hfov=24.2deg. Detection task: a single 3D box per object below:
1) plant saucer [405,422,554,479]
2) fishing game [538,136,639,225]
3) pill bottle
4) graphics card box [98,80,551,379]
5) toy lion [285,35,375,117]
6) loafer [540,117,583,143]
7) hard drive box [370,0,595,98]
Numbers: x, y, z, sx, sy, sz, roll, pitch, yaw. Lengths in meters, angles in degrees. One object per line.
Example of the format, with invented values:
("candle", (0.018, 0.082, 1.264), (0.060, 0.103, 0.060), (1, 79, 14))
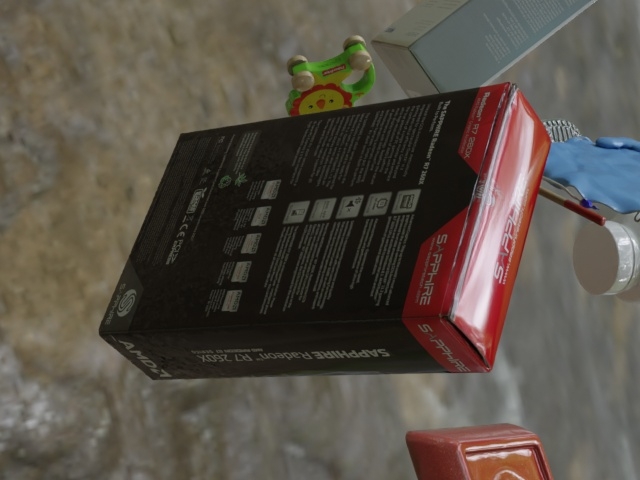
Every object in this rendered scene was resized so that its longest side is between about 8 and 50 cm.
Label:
("plant saucer", (0.211, 0.320, 1.635), (0.259, 0.048, 0.258), (8, 61, -57))
("fishing game", (0.295, -0.055, 1.449), (0.264, 0.189, 0.041), (-13, 122, -41))
("pill bottle", (0.432, 0.019, 1.881), (0.216, 0.121, 0.121), (-2, 74, -27))
("graphics card box", (0.000, 0.000, 1.283), (0.094, 0.371, 0.233), (46, 50, -41))
("toy lion", (0.010, -0.157, 1.551), (0.096, 0.100, 0.034), (69, 2, -50))
("loafer", (0.229, -0.109, 1.938), (0.251, 0.087, 0.094), (1, 68, -32))
("hard drive box", (0.188, -0.254, 1.670), (0.089, 0.232, 0.181), (53, -2, -15))
